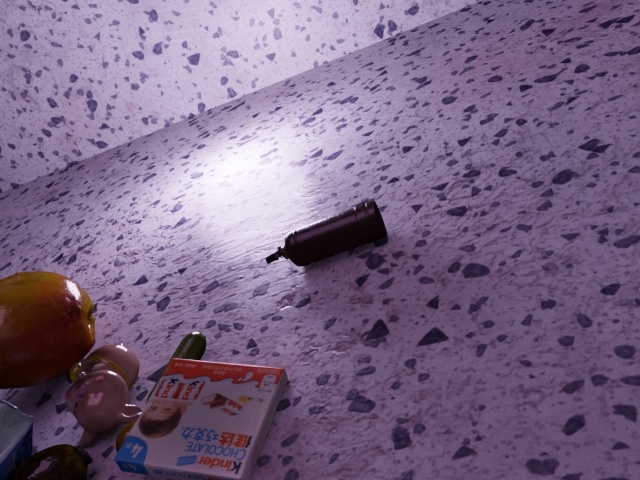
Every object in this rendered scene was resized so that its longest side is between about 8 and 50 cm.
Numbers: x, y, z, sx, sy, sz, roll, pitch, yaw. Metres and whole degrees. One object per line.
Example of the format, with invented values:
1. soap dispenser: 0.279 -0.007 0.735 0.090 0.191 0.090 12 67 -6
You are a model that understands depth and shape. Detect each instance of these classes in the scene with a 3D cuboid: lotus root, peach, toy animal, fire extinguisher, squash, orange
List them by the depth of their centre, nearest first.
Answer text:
1. lotus root: -0.570 0.497 1.289 0.209 0.120 0.120 -33 31 -14
2. orange: -0.386 0.418 1.314 0.085 0.085 0.085 -19 31 12
3. squash: -0.331 0.304 1.460 0.066 0.066 0.229 -8 35 29
4. toy animal: -0.507 0.336 1.474 0.165 0.149 0.248 -35 34 18
5. fire extinguisher: 0.000 0.000 1.657 0.344 0.102 0.138 -20 -2 12
6. peach: -0.790 0.239 1.662 0.372 0.290 0.373 0 31 0

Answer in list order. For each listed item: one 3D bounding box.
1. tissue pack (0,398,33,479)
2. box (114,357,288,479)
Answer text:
1. tissue pack: -0.710 0.464 1.300 0.198 0.146 0.263 -60 -1 -43
2. box: -0.232 0.357 1.267 0.273 0.048 0.265 1 39 17
